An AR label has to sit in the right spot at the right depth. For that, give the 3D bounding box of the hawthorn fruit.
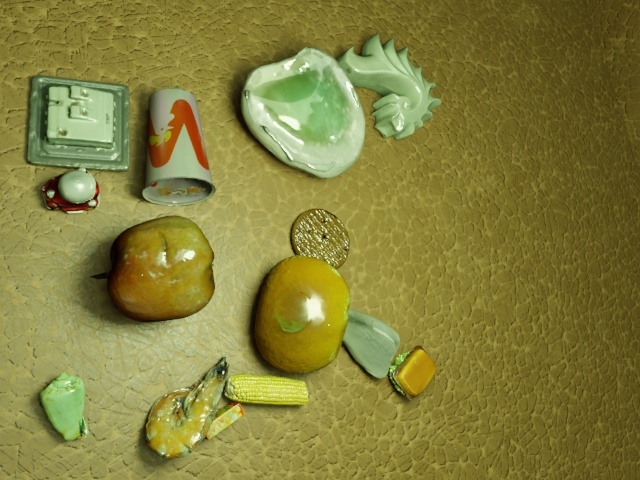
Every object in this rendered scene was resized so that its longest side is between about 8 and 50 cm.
[{"bbox_3d":[-0.422,0.083,1.486,0.300,0.267,0.268,-13,84,-22],"label":"hawthorn fruit"}]

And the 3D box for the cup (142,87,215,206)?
[{"bbox_3d":[-0.404,-0.263,1.633,0.203,0.203,0.289,2,71,-29],"label":"cup"}]

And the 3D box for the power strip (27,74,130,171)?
[{"bbox_3d":[-0.634,-0.318,1.557,0.251,0.092,0.257,3,76,-28],"label":"power strip"}]

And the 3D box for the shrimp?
[{"bbox_3d":[-0.345,0.426,1.546,0.164,0.062,0.317,20,47,8],"label":"shrimp"}]

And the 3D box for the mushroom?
[{"bbox_3d":[0.099,0.282,1.810,0.328,0.122,0.159,34,55,-18],"label":"mushroom"}]

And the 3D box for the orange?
[{"bbox_3d":[-0.049,0.208,1.664,0.262,0.196,0.335,16,76,-6],"label":"orange"}]

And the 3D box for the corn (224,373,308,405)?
[{"bbox_3d":[-0.148,0.423,1.657,0.248,0.081,0.081,11,73,-27],"label":"corn"}]

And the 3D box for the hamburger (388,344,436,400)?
[{"bbox_3d":[0.294,0.422,1.904,0.166,0.087,0.137,-39,97,-32],"label":"hamburger"}]

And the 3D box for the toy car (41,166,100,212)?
[{"bbox_3d":[-0.633,-0.132,1.502,0.139,0.112,0.112,-16,87,-32],"label":"toy car"}]

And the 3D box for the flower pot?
[{"bbox_3d":[0.243,-0.551,2.071,0.254,0.164,0.368,-43,102,-25],"label":"flower pot"}]

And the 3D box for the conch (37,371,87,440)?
[{"bbox_3d":[-0.617,0.402,1.408,0.105,0.079,0.170,-9,89,-16],"label":"conch"}]

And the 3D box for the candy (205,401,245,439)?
[{"bbox_3d":[-0.271,0.486,1.585,0.122,0.062,0.038,-30,96,-32],"label":"candy"}]

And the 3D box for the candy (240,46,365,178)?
[{"bbox_3d":[-0.041,-0.393,1.857,0.386,0.186,0.427,-43,103,-21],"label":"candy"}]

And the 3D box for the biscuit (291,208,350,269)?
[{"bbox_3d":[0.000,0.000,1.871,0.212,0.036,0.212,8,73,-27],"label":"biscuit"}]
